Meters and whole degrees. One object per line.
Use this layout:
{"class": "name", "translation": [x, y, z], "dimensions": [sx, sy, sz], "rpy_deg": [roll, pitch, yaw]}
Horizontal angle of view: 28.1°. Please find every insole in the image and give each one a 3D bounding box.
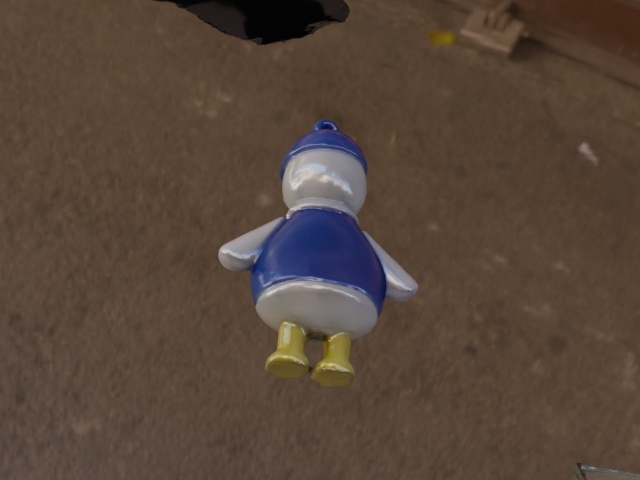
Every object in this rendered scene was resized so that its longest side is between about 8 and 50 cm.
{"class": "insole", "translation": [-0.039, -0.094, 0.450], "dimensions": [0.064, 0.188, 0.004], "rpy_deg": [-17, 80, 21]}

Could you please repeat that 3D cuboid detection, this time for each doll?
{"class": "doll", "translation": [0.000, 0.000, 0.617], "dimensions": [0.099, 0.057, 0.143], "rpy_deg": [10, 59, -13]}

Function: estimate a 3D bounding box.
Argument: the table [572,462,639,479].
{"class": "table", "translation": [0.174, 0.194, 0.522], "dimensions": [0.121, 0.111, 0.240], "rpy_deg": [8, 12, -1]}
